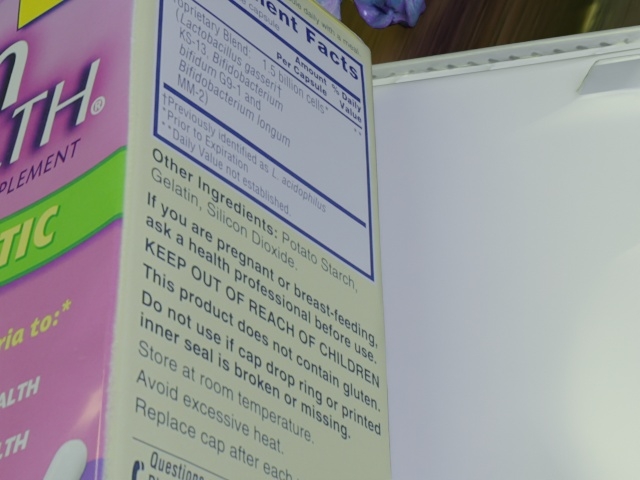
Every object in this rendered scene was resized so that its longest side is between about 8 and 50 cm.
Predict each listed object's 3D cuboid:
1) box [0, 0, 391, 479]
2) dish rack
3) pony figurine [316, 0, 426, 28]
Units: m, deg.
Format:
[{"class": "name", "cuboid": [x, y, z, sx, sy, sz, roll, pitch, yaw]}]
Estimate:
[{"class": "box", "cuboid": [-0.097, 0.043, 0.482, 0.213, 0.117, 0.243, -25, 49, 31]}, {"class": "dish rack", "cuboid": [0.021, 0.050, 0.509, 0.333, 0.072, 0.285, -3, 64, 43]}, {"class": "pony figurine", "cuboid": [0.044, -0.279, 0.702, 0.351, 0.303, 0.363, -89, 18, -57]}]
